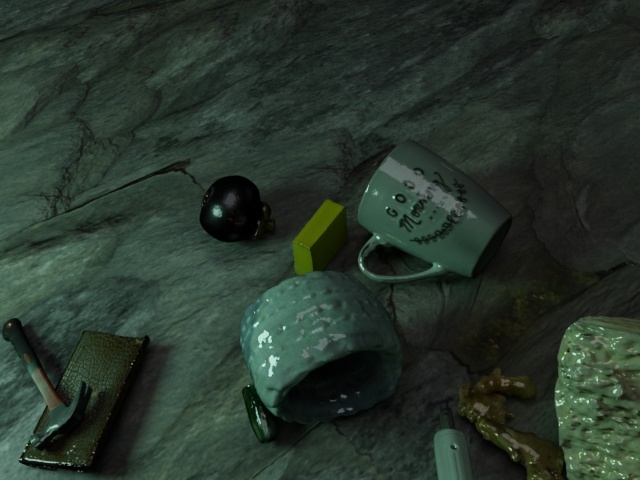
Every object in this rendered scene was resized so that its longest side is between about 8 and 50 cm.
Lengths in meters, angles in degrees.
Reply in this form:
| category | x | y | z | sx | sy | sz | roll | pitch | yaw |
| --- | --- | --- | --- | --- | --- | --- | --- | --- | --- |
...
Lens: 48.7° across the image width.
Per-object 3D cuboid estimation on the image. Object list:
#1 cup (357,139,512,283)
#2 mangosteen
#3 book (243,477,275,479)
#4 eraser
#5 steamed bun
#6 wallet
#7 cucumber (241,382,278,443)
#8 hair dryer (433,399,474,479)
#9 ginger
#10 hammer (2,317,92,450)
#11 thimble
| category | x | y | z | sx | sy | sz | roll | pitch | yaw |
| --- | --- | --- | --- | --- | --- | --- | --- | --- | --- |
| cup | 0.190 | -0.016 | 1.280 | 0.234 | 0.186 | 0.258 | 36 | 89 | 21 |
| mangosteen | -0.154 | -0.055 | 1.361 | 0.151 | 0.137 | 0.137 | 23 | 45 | -21 |
| book | -0.004 | 0.497 | 0.914 | 0.263 | 0.028 | 0.373 | 2 | 49 | 6 |
| eraser | 0.000 | 0.000 | 1.308 | 0.045 | 0.097 | 0.122 | 25 | 56 | 23 |
| steamed bun | 0.465 | 0.249 | 0.982 | 0.290 | 0.273 | 0.272 | 16 | 95 | 21 |
| wallet | -0.375 | 0.255 | 1.147 | 0.133 | 0.039 | 0.243 | 1 | 46 | 15 |
| cucumber | -0.089 | 0.271 | 1.109 | 0.048 | 0.048 | 0.105 | -15 | 52 | -9 |
| hair dryer | 0.191 | 0.356 | 0.972 | 0.108 | 0.173 | 0.357 | 3 | 30 | 3 |
| ginger | 0.287 | 0.285 | 1.068 | 0.176 | 0.052 | 0.193 | 14 | 43 | 15 |
| hammer | -0.467 | 0.217 | 1.166 | 0.111 | 0.033 | 0.288 | -39 | 47 | -16 |
| thimble | 0.008 | 0.165 | 1.089 | 0.250 | 0.204 | 0.172 | -5 | 46 | -24 |
